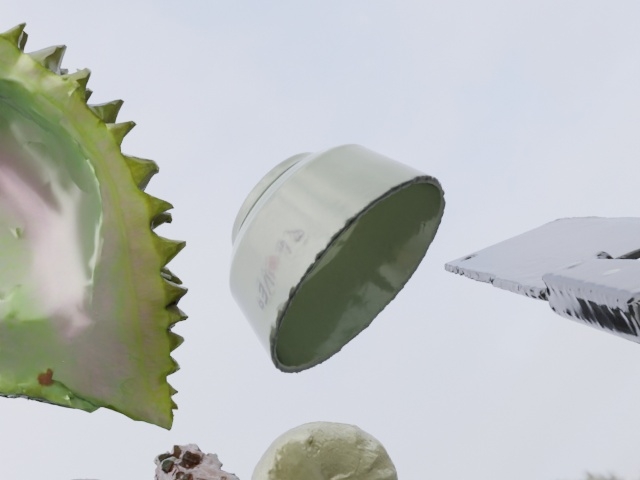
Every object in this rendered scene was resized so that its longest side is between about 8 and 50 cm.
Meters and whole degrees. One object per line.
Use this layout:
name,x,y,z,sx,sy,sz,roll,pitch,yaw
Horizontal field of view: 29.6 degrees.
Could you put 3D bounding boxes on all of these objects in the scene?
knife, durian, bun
knife,0.103,0.005,0.451,0.072,0.019,0.245,-23,6,-5
durian,-0.226,-0.024,0.578,0.157,0.355,0.169,85,-164,-47
bun,0.006,0.142,0.660,0.086,0.055,0.086,-8,-68,-19

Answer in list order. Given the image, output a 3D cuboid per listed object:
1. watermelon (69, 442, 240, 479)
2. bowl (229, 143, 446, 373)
watermelon,-0.062,0.135,0.522,0.080,0.155,0.101,-45,-39,-8
bowl,0.000,0.000,1.049,0.211,0.112,0.211,-37,-27,-23
